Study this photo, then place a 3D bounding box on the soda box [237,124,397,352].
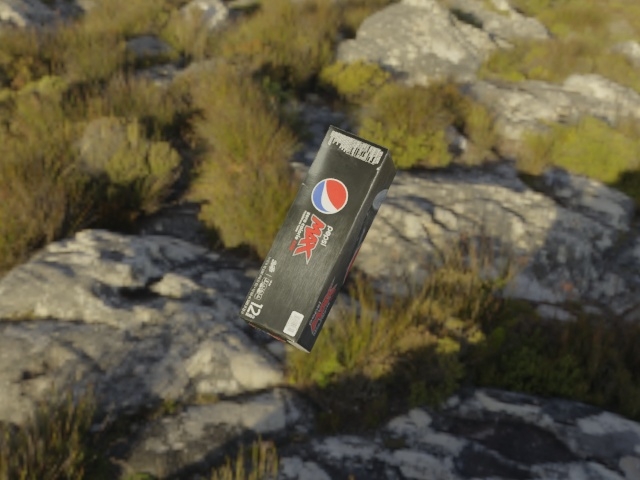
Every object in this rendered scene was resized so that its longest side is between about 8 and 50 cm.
[{"bbox_3d":[0.000,0.000,0.743,0.053,0.168,0.060,24,-9,16],"label":"soda box"}]
